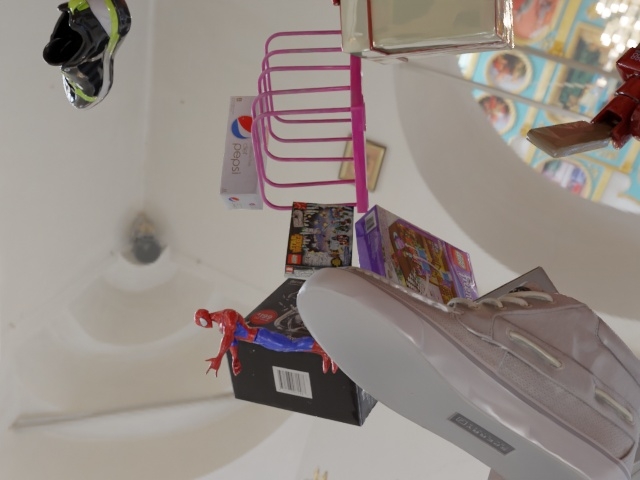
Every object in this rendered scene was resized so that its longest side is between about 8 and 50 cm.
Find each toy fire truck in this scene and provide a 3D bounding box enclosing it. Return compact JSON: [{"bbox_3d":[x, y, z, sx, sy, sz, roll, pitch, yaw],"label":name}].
[{"bbox_3d":[0.373,-0.133,0.847,0.158,0.246,0.217,45,180,-36],"label":"toy fire truck"}]

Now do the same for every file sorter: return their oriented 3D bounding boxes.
[{"bbox_3d":[-0.014,-0.210,1.333,0.182,0.202,0.291,-2,-140,4],"label":"file sorter"}]

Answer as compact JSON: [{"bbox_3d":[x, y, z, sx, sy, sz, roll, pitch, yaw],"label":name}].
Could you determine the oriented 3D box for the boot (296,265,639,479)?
[{"bbox_3d":[0.114,0.074,0.552,0.258,0.095,0.123,36,-124,-3],"label":"boot"}]

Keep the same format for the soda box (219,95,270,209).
[{"bbox_3d":[-0.142,-0.169,1.494,0.073,0.069,0.216,1,-112,6],"label":"soda box"}]

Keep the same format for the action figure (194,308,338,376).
[{"bbox_3d":[-0.113,0.215,1.440,0.280,0.091,0.139,24,-107,-12],"label":"action figure"}]

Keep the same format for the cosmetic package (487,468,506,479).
[{"bbox_3d":[0.464,0.525,1.516,0.224,0.224,0.138,-3,-139,37],"label":"cosmetic package"}]

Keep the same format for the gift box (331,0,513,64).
[{"bbox_3d":[0.150,-0.414,1.186,0.258,0.277,0.255,-2,-178,20],"label":"gift box"}]

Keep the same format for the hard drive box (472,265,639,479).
[{"bbox_3d":[0.269,0.173,0.836,0.089,0.181,0.232,-28,-132,6],"label":"hard drive box"}]

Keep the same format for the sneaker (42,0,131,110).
[{"bbox_3d":[-0.326,-0.250,1.025,0.097,0.235,0.084,-29,-102,-36],"label":"sneaker"}]

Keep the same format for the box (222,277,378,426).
[{"bbox_3d":[0.003,0.247,1.845,0.343,0.179,0.312,5,-154,28],"label":"box"}]

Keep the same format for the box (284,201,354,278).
[{"bbox_3d":[0.000,0.000,1.121,0.093,0.027,0.137,4,-137,0],"label":"box"}]

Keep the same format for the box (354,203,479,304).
[{"bbox_3d":[0.151,0.105,1.119,0.200,0.057,0.293,26,-140,-28],"label":"box"}]
